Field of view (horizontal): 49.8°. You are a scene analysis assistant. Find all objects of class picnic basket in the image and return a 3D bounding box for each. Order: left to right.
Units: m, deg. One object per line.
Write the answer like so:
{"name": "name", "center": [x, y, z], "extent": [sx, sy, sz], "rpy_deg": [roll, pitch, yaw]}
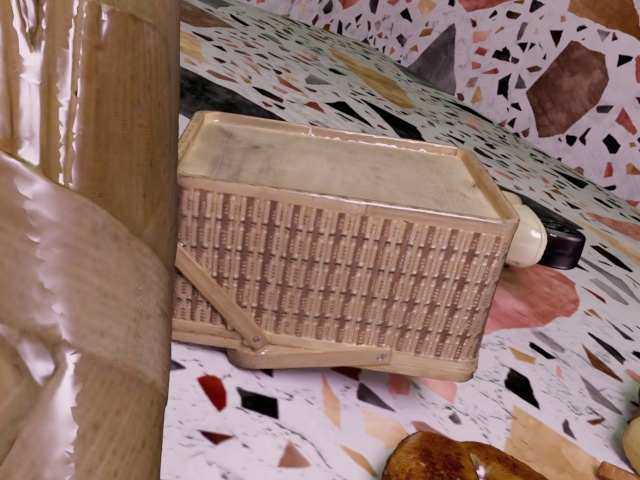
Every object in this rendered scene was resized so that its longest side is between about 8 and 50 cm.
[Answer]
{"name": "picnic basket", "center": [0.000, 0.000, 0.672], "extent": [0.312, 0.175, 0.228], "rpy_deg": [8, 24, -4]}

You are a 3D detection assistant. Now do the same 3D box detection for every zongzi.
{"name": "zongzi", "center": [-0.115, -0.083, 0.343], "extent": [0.218, 0.500, 0.467], "rpy_deg": [-5, 38, -43]}

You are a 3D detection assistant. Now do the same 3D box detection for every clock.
{"name": "clock", "center": [0.177, -0.049, 1.039], "extent": [0.276, 0.120, 0.379], "rpy_deg": [3, 16, -34]}

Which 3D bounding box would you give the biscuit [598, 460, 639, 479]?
{"name": "biscuit", "center": [0.398, 0.282, 0.675], "extent": [0.250, 0.035, 0.162], "rpy_deg": [22, -9, 24]}

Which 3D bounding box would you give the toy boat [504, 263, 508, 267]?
{"name": "toy boat", "center": [0.327, 0.005, 1.231], "extent": [0.093, 0.055, 0.293], "rpy_deg": [36, 25, 21]}

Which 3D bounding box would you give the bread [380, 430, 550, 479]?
{"name": "bread", "center": [0.134, 0.223, 0.537], "extent": [0.193, 0.064, 0.193], "rpy_deg": [23, 16, -7]}

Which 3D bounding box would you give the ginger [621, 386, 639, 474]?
{"name": "ginger", "center": [0.443, 0.214, 0.834], "extent": [0.263, 0.109, 0.116], "rpy_deg": [-12, 70, -56]}
